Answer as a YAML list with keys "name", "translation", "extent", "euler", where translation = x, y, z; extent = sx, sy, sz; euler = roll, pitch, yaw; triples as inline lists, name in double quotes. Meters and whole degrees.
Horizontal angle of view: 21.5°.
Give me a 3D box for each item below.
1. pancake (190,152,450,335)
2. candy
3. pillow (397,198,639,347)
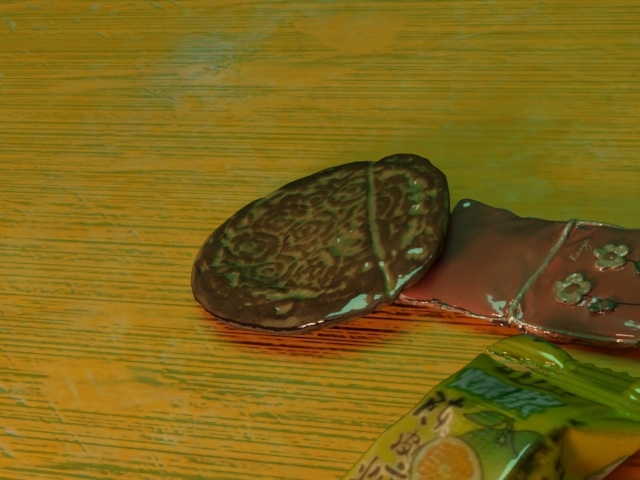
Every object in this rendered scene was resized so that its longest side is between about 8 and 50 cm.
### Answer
- name: "pancake"
  translation: [0.000, -0.001, 1.460]
  extent: [0.250, 0.031, 0.250]
  euler: [-18, 32, 12]
- name: "candy"
  translation: [0.109, 0.174, 1.184]
  extent: [0.297, 0.081, 0.187]
  euler: [-39, 41, -26]
- name: "pillow"
  translation: [0.183, 0.027, 1.372]
  extent: [0.232, 0.043, 0.126]
  euler: [11, 46, 32]
